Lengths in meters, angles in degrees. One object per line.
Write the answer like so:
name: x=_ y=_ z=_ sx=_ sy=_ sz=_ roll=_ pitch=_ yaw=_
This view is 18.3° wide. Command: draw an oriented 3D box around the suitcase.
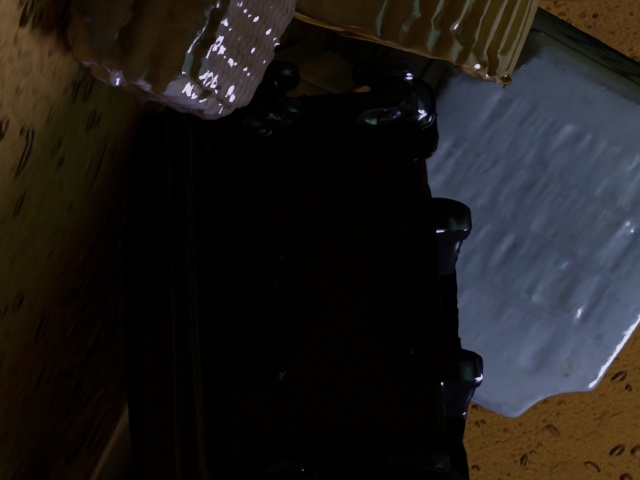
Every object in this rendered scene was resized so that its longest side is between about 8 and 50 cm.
suitcase: x=-0.012 y=0.088 z=1.182 sx=0.434 sy=0.194 sz=0.283 roll=87 pitch=-1 yaw=-73

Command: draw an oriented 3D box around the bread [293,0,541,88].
bread: x=0.042 y=-0.169 z=1.087 sx=0.250 sy=0.179 sz=0.133 roll=-46 pitch=159 yaw=-83

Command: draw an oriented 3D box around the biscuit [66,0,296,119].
biscuit: x=0.001 y=-0.259 z=0.902 sx=0.144 sy=0.078 sz=0.426 roll=17 pitch=94 yaw=-81

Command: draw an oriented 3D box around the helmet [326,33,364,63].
helmet: x=0.094 y=-0.116 z=1.640 sx=0.204 sy=0.137 sz=0.257 roll=84 pitch=25 yaw=-44

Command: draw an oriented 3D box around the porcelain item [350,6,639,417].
porcelain item: x=0.129 y=-0.033 z=1.497 sx=0.281 sy=0.286 sz=0.157 roll=-60 pitch=-153 yaw=15

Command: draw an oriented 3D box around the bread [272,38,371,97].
bread: x=-0.012 y=-0.082 z=1.357 sx=0.139 sy=0.074 sz=0.084 roll=-50 pitch=159 yaw=-73
